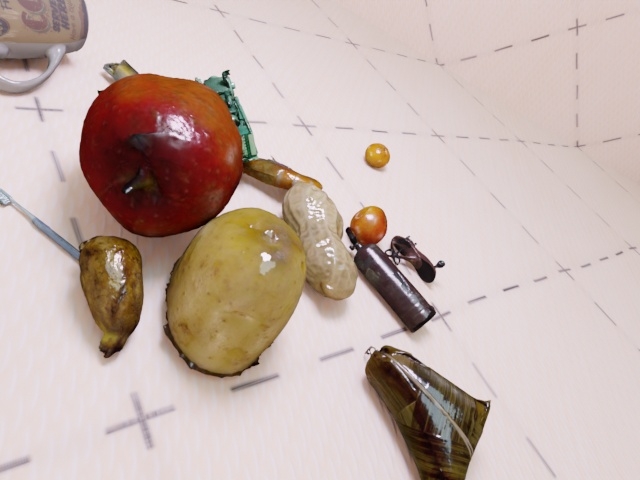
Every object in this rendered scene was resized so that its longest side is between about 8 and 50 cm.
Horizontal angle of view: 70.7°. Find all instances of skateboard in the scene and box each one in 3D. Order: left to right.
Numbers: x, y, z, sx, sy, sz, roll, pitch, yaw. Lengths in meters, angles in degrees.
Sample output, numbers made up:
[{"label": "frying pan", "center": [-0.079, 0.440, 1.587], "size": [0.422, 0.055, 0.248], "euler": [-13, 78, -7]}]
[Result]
[{"label": "skateboard", "center": [0.229, 0.049, 1.136], "size": [0.151, 0.067, 0.080], "euler": [42, 49, 19]}]

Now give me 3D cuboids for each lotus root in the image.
[{"label": "lotus root", "center": [-0.315, 0.080, 0.693], "size": [0.094, 0.108, 0.190], "euler": [-20, 68, -4]}]

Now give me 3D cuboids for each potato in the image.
[{"label": "potato", "center": [-0.125, 0.059, 0.745], "size": [0.242, 0.242, 0.285], "euler": [27, 38, -8]}]

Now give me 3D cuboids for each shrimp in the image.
[{"label": "shrimp", "center": [-0.110, -0.169, 1.108], "size": [0.249, 0.068, 0.150], "euler": [21, 10, -7]}]

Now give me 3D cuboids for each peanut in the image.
[{"label": "peanut", "center": [0.000, 0.000, 0.973], "size": [0.136, 0.120, 0.298], "euler": [3, 50, -26]}]

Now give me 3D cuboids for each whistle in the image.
[{"label": "whistle", "center": [-0.404, -0.332, 1.088], "size": [0.326, 0.057, 0.068], "euler": [44, 40, 13]}]

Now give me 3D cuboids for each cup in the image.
[{"label": "cup", "center": [-0.639, -0.459, 0.961], "size": [0.257, 0.227, 0.301], "euler": [-12, 86, -47]}]

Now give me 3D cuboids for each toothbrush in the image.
[{"label": "toothbrush", "center": [-0.462, -0.020, 0.752], "size": [0.219, 0.016, 0.019], "euler": [37, 40, 4]}]

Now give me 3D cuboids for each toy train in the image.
[{"label": "toy train", "center": [-0.232, -0.290, 1.052], "size": [0.115, 0.154, 0.269], "euler": [-15, 42, -11]}]

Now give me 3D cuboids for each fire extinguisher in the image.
[{"label": "fire extinguisher", "center": [0.146, 0.080, 1.015], "size": [0.072, 0.089, 0.267], "euler": [-38, 70, -4]}]

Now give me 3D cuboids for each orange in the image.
[{"label": "orange", "center": [0.179, -0.268, 1.415], "size": [0.083, 0.070, 0.083], "euler": [21, 43, -21]}]

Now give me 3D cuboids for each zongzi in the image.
[{"label": "zongzi", "center": [0.148, 0.313, 0.763], "size": [0.248, 0.111, 0.241], "euler": [34, 45, 9]}]

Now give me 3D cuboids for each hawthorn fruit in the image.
[{"label": "hawthorn fruit", "center": [-0.278, -0.136, 0.770], "size": [0.285, 0.284, 0.369], "euler": [22, 23, -14]}]

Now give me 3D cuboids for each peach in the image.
[{"label": "peach", "center": [0.122, -0.038, 1.109], "size": [0.101, 0.100, 0.100], "euler": [19, 41, -17]}]

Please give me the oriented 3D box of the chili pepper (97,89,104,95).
[{"label": "chili pepper", "center": [-0.428, -0.276, 1.011], "size": [0.098, 0.061, 0.224], "euler": [-11, 54, -35]}]
